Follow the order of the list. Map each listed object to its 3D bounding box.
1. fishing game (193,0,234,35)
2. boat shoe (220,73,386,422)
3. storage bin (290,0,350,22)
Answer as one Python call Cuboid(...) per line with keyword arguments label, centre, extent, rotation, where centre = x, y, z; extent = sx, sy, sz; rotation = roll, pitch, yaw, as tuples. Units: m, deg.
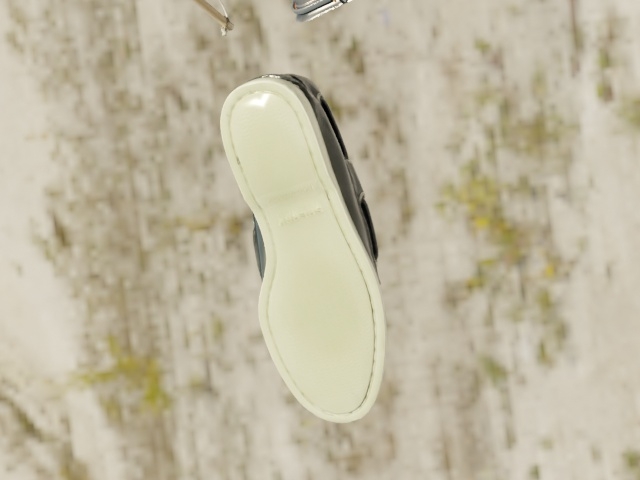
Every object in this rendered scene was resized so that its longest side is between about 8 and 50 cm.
Cuboid(label="fishing game", centre=(-0.085, -0.322, 1.548), extent=(0.189, 0.041, 0.264), rotation=(43, -127, -55))
Cuboid(label="boat shoe", centre=(-0.004, 0.000, 1.765), extent=(0.340, 0.127, 0.113), rotation=(70, -158, -13))
Cuboid(label="storage bin", centre=(0.012, -0.280, 1.774), extent=(0.091, 0.135, 0.098), rotation=(54, -156, -27))
